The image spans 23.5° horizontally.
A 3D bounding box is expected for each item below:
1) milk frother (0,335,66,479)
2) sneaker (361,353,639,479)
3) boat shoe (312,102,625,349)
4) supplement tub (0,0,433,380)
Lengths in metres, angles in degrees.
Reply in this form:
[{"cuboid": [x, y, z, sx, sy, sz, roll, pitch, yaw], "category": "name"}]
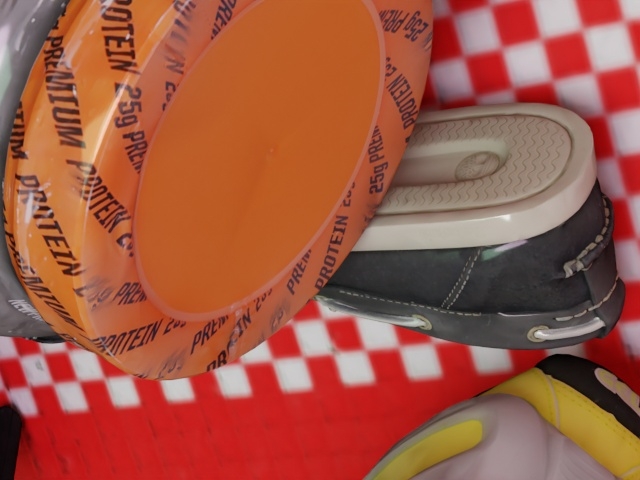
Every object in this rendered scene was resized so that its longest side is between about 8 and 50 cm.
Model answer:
[{"cuboid": [-0.175, 0.062, 0.662, 0.129, 0.135, 0.143, 20, 127, -14], "category": "milk frother"}, {"cuboid": [0.036, 0.188, 0.604, 0.145, 0.147, 0.385, 39, 142, 7], "category": "sneaker"}, {"cuboid": [0.000, 0.000, 0.573, 0.233, 0.084, 0.079, 3, 137, 35], "category": "boat shoe"}, {"cuboid": [-0.131, -0.095, 0.509, 0.316, 0.193, 0.194, 31, 123, 27], "category": "supplement tub"}]
